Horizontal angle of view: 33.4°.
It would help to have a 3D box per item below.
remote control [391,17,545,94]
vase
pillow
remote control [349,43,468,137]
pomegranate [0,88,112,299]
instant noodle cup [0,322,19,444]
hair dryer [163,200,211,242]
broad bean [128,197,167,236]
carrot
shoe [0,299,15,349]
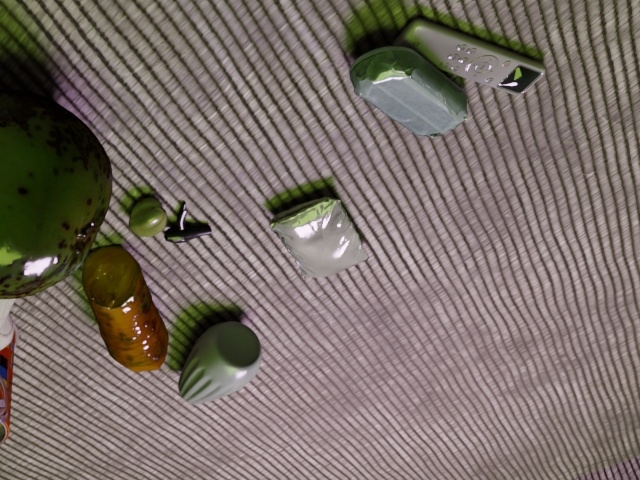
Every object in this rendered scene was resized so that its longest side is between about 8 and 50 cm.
[{"bbox_3d":[0.219,-0.260,1.540,0.260,0.029,0.067,11,141,-35],"label":"remote control"},{"bbox_3d":[-0.205,0.247,2.057,0.128,0.128,0.248,5,152,-27],"label":"vase"},{"bbox_3d":[0.000,0.000,1.826,0.128,0.051,0.229,-17,149,8],"label":"pillow"},{"bbox_3d":[0.132,-0.212,1.540,0.104,0.052,0.247,-23,154,28],"label":"remote control"},{"bbox_3d":[-0.450,-0.077,1.383,0.340,0.285,0.285,22,144,5],"label":"pomegranate"},{"bbox_3d":[-0.639,0.251,1.820,0.250,0.192,0.250,-10,146,-7],"label":"instant noodle cup"},{"bbox_3d":[-0.211,-0.031,1.723,0.079,0.031,0.083,-11,141,-25],"label":"hair dryer"},{"bbox_3d":[-0.271,-0.033,1.679,0.063,0.045,0.083,-17,157,-19],"label":"broad bean"},{"bbox_3d":[-0.332,0.132,1.842,0.114,0.114,0.302,-12,147,-4],"label":"carrot"},{"bbox_3d":[-0.509,0.063,1.644,0.210,0.132,0.342,-13,144,2],"label":"shoe"}]
